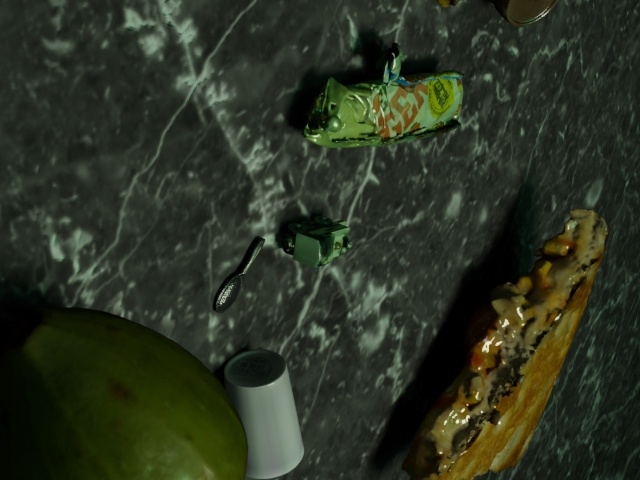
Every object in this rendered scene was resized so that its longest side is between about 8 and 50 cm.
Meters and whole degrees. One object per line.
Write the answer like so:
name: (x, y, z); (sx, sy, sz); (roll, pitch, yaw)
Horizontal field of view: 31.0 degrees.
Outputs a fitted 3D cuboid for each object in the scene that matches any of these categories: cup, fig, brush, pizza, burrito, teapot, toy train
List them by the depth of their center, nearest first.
fig: (-0.168, 0.152, 0.836); (0.203, 0.203, 0.225); (-50, 124, -28)
brush: (-0.074, 0.032, 1.079); (0.083, 0.008, 0.024); (-59, 145, -16)
toy train: (0.000, 0.000, 1.134); (0.083, 0.053, 0.033); (-17, 121, -52)
cup: (-0.055, 0.162, 1.143); (0.104, 0.074, 0.116); (-67, 155, -56)
burrito: (0.074, -0.148, 1.159); (0.288, 0.054, 0.104); (-17, 122, -53)
teapot: (0.216, -0.288, 1.293); (0.121, 0.068, 0.076); (-5, 135, -34)
pizza: (0.220, 0.183, 1.527); (0.406, 0.130, 0.440); (-34, 145, -44)

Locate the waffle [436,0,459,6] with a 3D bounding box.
waffle: (0.165, -0.359, 1.154); (0.243, 0.058, 0.238); (-47, 151, -36)
